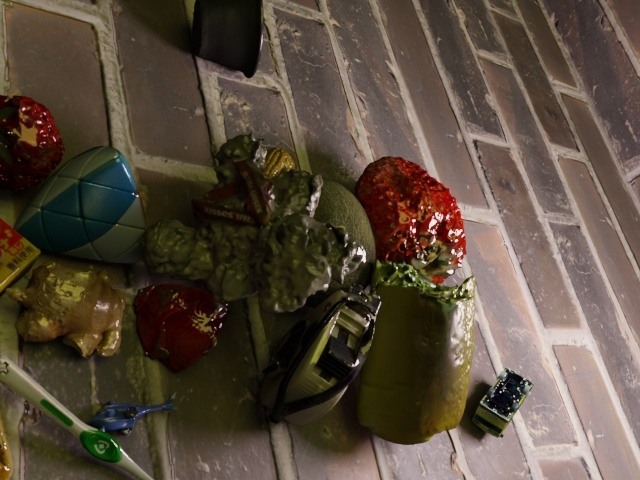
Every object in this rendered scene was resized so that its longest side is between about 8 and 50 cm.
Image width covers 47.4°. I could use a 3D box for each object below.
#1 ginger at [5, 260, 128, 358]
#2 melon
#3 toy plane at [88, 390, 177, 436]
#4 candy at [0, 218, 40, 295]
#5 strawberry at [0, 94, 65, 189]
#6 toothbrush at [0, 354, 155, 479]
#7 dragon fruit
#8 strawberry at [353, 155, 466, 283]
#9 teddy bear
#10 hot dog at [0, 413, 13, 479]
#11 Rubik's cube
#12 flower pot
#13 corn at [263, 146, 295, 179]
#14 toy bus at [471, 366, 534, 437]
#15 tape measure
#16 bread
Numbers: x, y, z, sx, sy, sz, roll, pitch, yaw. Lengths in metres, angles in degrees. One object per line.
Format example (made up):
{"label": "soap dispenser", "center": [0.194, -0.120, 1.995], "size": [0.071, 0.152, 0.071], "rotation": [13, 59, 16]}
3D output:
{"label": "ginger", "center": [-0.434, 0.113, 1.249], "size": [0.216, 0.102, 0.157], "rotation": [22, 77, -36]}
{"label": "melon", "center": [0.000, 0.000, 1.599], "size": [0.238, 0.237, 0.301], "rotation": [12, 51, -35]}
{"label": "toy plane", "center": [-0.321, 0.295, 1.260], "size": [0.167, 0.054, 0.062], "rotation": [-3, 38, -41]}
{"label": "candy", "center": [-0.618, -0.013, 1.190], "size": [0.276, 0.088, 0.146], "rotation": [42, 44, -8]}
{"label": "strawberry", "center": [-0.545, -0.170, 1.311], "size": [0.184, 0.186, 0.201], "rotation": [40, 8, 11]}
{"label": "toothbrush", "center": [-0.365, 0.325, 1.183], "size": [0.418, 0.040, 0.042], "rotation": [44, 79, -13]}
{"label": "dragon fruit", "center": [-0.269, 0.147, 1.354], "size": [0.161, 0.127, 0.120], "rotation": [36, 37, -18]}
{"label": "strawberry", "center": [0.207, -0.065, 1.792], "size": [0.312, 0.267, 0.351], "rotation": [39, 39, -43]}
{"label": "teddy bear", "center": [-0.098, -0.017, 1.362], "size": [0.357, 0.368, 0.224], "rotation": [-52, 135, -30]}
{"label": "hot dog", "center": [-0.524, 0.260, 1.088], "size": [0.084, 0.073, 0.242], "rotation": [-5, 65, -48]}
{"label": "Rubik's cube", "center": [-0.433, -0.032, 1.345], "size": [0.255, 0.254, 0.254], "rotation": [22, 49, -28]}
{"label": "flower pot", "center": [-0.238, -0.524, 1.811], "size": [0.148, 0.235, 0.235], "rotation": [-2, 61, -19]}
{"label": "corn", "center": [-0.128, -0.126, 1.686], "size": [0.097, 0.097, 0.261], "rotation": [38, 45, -14]}
{"label": "toy bus", "center": [0.450, 0.403, 1.803], "size": [0.088, 0.101, 0.175], "rotation": [32, 38, 21]}
{"label": "tape measure", "center": [-0.012, 0.230, 1.401], "size": [0.133, 0.271, 0.231], "rotation": [37, 42, -14]}
{"label": "bread", "center": [0.209, 0.241, 1.545], "size": [0.251, 0.208, 0.376], "rotation": [6, 93, -47]}
